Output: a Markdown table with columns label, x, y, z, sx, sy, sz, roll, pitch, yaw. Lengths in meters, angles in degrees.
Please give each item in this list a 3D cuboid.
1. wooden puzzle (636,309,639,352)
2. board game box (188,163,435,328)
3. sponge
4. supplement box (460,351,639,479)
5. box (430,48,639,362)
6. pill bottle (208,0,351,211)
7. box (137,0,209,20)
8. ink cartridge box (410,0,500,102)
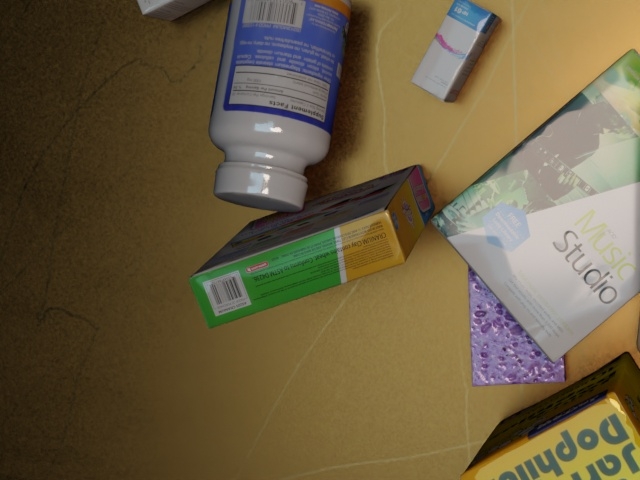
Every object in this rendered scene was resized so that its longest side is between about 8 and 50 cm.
| label | x | y | z | sx | sy | sz | roll | pitch | yaw |
| --- | --- | --- | --- | --- | --- | --- | --- | --- | --- |
| wooden puzzle | 0.535 | -0.021 | 1.822 | 0.322 | 0.080 | 0.347 | 1 | 117 | 2 |
| board game box | 0.000 | 0.000 | 1.883 | 0.242 | 0.316 | 0.064 | -19 | 98 | 14 |
| sponge | 0.244 | 0.076 | 1.976 | 0.117 | 0.031 | 0.210 | -2 | 92 | 12 |
| supplement box | 0.309 | 0.273 | 1.806 | 0.194 | 0.356 | 0.195 | -31 | 86 | 13 |
| box | 0.328 | -0.042 | 1.913 | 0.322 | 0.058 | 0.232 | -41 | 89 | 5 |
| pill bottle | -0.054 | -0.178 | 1.947 | 0.152 | 0.152 | 0.272 | 7 | 82 | 13 |
| box | -0.193 | -0.346 | 2.022 | 0.087 | 0.102 | 0.101 | -24 | 87 | 15 |
| ink cartridge box | 0.166 | -0.234 | 1.949 | 0.052 | 0.088 | 0.122 | 29 | 99 | 10 |
